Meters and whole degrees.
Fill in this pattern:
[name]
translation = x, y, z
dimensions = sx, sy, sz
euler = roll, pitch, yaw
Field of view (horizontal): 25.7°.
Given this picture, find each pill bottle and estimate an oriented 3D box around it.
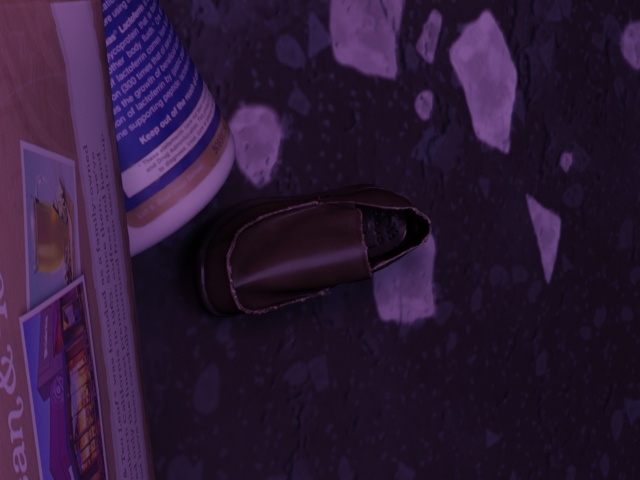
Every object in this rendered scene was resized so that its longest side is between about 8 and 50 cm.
[pill bottle]
translation = -0.172, -0.124, 0.825
dimensions = 0.153, 0.153, 0.265
euler = -47, 123, -32

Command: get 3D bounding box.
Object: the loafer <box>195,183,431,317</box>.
[loafer]
translation = 0.000, 0.000, 1.050
dimensions = 0.220, 0.078, 0.080
euler = -23, 108, -42

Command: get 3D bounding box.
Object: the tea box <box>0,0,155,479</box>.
[tea box]
translation = -0.253, 0.073, 0.593
dimensions = 0.220, 0.323, 0.329
euler = -55, 141, -77
